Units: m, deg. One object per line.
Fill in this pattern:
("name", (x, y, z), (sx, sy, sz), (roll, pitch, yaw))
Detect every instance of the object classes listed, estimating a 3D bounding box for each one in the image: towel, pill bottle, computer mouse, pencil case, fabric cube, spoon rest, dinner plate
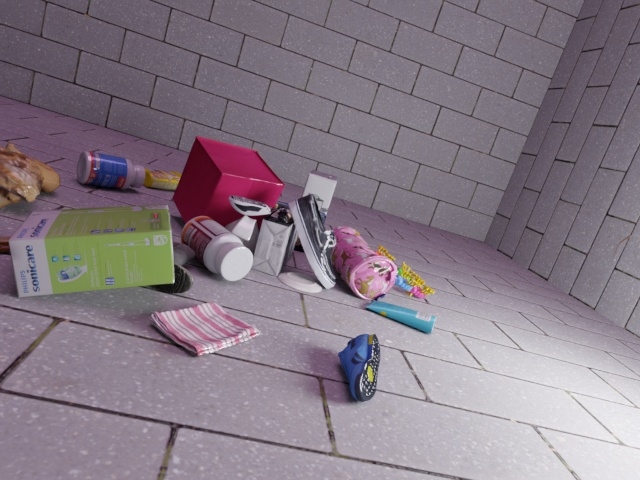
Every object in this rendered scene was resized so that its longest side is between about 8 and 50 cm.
("towel", (-0.233, 0.175, 0.971), (0.144, 0.029, 0.197), (26, 15, 27))
("pill bottle", (-0.794, -0.261, 1.785), (0.221, 0.124, 0.124), (5, 19, -43))
("pill bottle", (-0.291, 0.022, 1.315), (0.121, 0.121, 0.221), (5, 19, -46))
("computer mouse", (-0.185, -0.091, 1.400), (0.193, 0.042, 0.106), (13, 17, -19))
("pencil case", (0.124, 0.066, 1.631), (0.167, 0.160, 0.386), (45, 1, -24))
("fabric cube", (-0.324, -0.169, 1.633), (0.259, 0.258, 0.254), (7, 32, -41))
("spoon rest", (-0.239, -0.021, 1.476), (0.137, 0.084, 0.276), (28, -14, -7))
("dinner plate", (-0.061, 0.124, 1.449), (0.141, 0.017, 0.141), (16, 12, -4))

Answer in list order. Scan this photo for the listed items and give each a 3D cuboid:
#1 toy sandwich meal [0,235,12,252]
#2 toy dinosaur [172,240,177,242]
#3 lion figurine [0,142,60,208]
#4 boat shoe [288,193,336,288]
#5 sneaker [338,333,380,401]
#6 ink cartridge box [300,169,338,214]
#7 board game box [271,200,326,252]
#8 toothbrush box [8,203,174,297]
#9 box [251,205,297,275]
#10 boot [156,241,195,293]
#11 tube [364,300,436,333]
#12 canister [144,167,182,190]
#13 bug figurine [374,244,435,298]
("toy sandwich meal", (-0.709, 0.001, 1.032), (0.085, 0.029, 0.085), (17, 13, -4))
("toy dinosaur", (-0.474, 0.000, 1.352), (0.092, 0.053, 0.183), (31, -7, -37))
("lion figurine", (-0.878, -0.199, 1.399), (0.240, 0.142, 0.392), (25, 8, -4))
("boat shoe", (0.000, 0.000, 1.474), (0.102, 0.301, 0.108), (-22, -7, 10))
("sneaker", (0.074, 0.266, 0.976), (0.082, 0.069, 0.209), (-12, 16, 16))
("ink cartridge box", (-0.028, -0.138, 1.961), (0.121, 0.289, 0.211), (18, 13, -1))
("board game box", (-0.116, -0.052, 1.767), (0.243, 0.165, 0.042), (13, 14, -20))
("toothbrush box", (-0.459, 0.011, 0.984), (0.283, 0.122, 0.206), (-3, 20, -20))
("box", (-0.137, -0.006, 1.550), (0.087, 0.169, 0.290), (17, 14, 3))
("boot", (-0.370, 0.062, 1.185), (0.189, 0.076, 0.208), (21, 7, 8))
("tube", (0.240, 0.220, 1.403), (0.207, 0.052, 0.080), (17, 7, 19))
("canister", (-0.696, -0.268, 2.064), (0.170, 0.073, 0.126), (2, 20, -46))
("bug figurine", (0.290, 0.128, 1.704), (0.216, 0.072, 0.279), (31, 11, -28))
